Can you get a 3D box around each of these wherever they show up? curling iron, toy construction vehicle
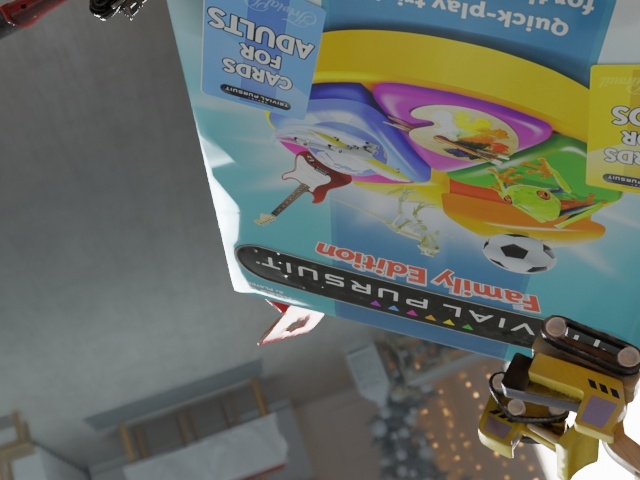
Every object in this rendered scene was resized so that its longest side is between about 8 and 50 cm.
[{"bbox_3d":[-0.289,-0.213,0.970,0.274,0.068,0.035,-19,149,5],"label":"curling iron"},{"bbox_3d":[0.095,0.069,0.337,0.035,0.098,0.086,-54,152,-23],"label":"toy construction vehicle"}]

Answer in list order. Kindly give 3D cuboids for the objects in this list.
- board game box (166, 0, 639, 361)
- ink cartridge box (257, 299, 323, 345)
[{"bbox_3d":[0.068,-0.051,0.504,0.254,0.079,0.336,14,151,10],"label":"board game box"},{"bbox_3d":[0.000,0.000,1.093,0.231,0.078,0.134,-54,161,17],"label":"ink cartridge box"}]
